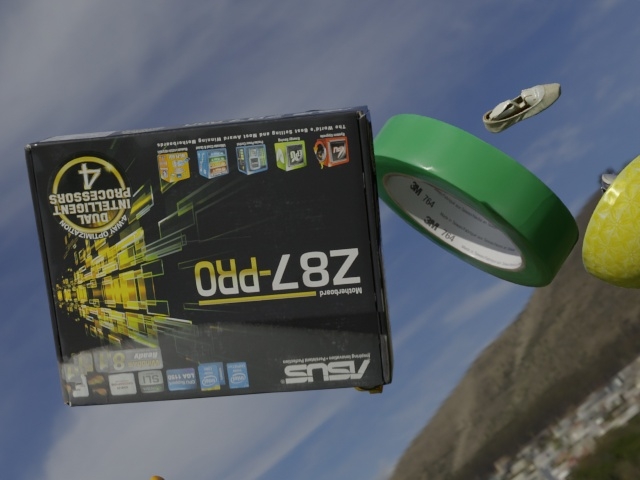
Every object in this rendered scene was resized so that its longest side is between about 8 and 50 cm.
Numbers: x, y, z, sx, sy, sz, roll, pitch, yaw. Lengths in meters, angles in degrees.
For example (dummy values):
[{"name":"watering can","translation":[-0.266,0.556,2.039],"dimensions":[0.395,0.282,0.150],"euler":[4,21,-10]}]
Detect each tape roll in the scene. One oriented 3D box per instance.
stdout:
[{"name":"tape roll","translation":[0.208,-0.054,1.488],"dimensions":[0.077,0.321,0.321],"euler":[-55,-18,-11]}]

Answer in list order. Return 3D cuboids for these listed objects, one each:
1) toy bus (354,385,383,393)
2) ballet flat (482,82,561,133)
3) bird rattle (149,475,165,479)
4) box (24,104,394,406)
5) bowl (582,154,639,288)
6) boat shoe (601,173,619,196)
[{"name":"toy bus","translation":[0.020,0.222,2.173],"dimensions":[0.211,0.149,0.220],"euler":[-14,-54,13]},{"name":"ballet flat","translation":[0.401,-0.269,2.086],"dimensions":[0.168,0.057,0.052],"euler":[-32,-43,18]},{"name":"bird rattle","translation":[-0.325,0.555,1.948],"dimensions":[0.143,0.253,0.207],"euler":[25,-85,-25]},{"name":"box","translation":[-0.123,0.020,1.221],"dimensions":[0.395,0.318,0.097],"euler":[-4,12,7]},{"name":"bowl","translation":[0.633,-0.015,1.910],"dimensions":[0.289,0.156,0.289],"euler":[-26,-44,-28]},{"name":"boat shoe","translation":[0.625,-0.103,2.185],"dimensions":[0.206,0.075,0.065],"euler":[-13,-63,-68]}]
